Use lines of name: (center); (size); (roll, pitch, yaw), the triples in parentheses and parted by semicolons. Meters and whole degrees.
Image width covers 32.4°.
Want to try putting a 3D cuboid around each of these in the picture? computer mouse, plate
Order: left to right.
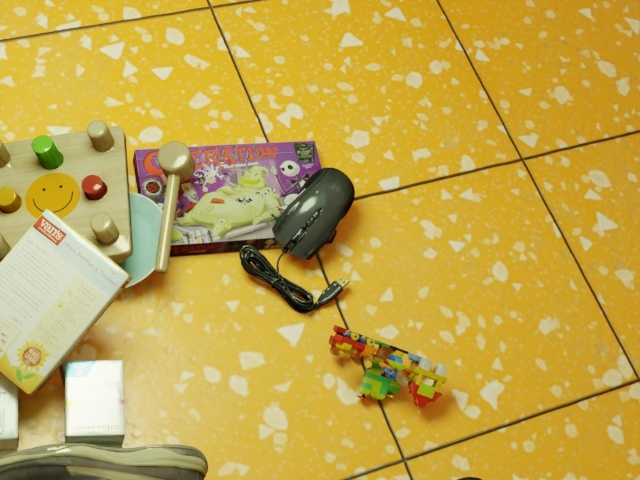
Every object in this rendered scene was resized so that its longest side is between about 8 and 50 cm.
plate: (-0.351, 0.004, 1.909); (0.188, 0.024, 0.188); (-4, 64, 8)
computer mouse: (0.000, 0.000, 1.963); (0.184, 0.060, 0.262); (44, 72, -4)

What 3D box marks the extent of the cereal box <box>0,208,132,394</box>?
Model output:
cereal box: (-0.436, 0.095, 1.720); (0.173, 0.047, 0.240); (39, 83, 5)

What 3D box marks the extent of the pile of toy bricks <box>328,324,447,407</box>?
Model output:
pile of toy bricks: (0.099, 0.228, 1.893); (0.212, 0.118, 0.105); (22, 85, -20)

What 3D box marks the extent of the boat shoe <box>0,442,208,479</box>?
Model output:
boat shoe: (-0.342, 0.384, 1.660); (0.355, 0.132, 0.130); (0, 61, -13)

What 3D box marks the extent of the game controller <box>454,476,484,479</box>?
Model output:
game controller: (0.169, 0.494, 1.780); (0.319, 0.067, 0.166); (-16, 52, -22)

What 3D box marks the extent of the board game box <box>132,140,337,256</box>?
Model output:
board game box: (-0.158, -0.080, 2.021); (0.346, 0.056, 0.208); (-5, 59, -17)

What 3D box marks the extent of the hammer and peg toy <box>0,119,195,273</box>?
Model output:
hammer and peg toy: (-0.394, -0.071, 1.854); (0.361, 0.127, 0.266); (-8, 63, 0)

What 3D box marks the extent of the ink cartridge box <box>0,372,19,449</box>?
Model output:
ink cartridge box: (-0.636, 0.245, 1.701); (0.332, 0.065, 0.165); (1, 61, -15)

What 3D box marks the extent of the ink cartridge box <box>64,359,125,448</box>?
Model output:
ink cartridge box: (-0.358, 0.272, 1.742); (0.092, 0.090, 0.143); (1, 62, -14)
